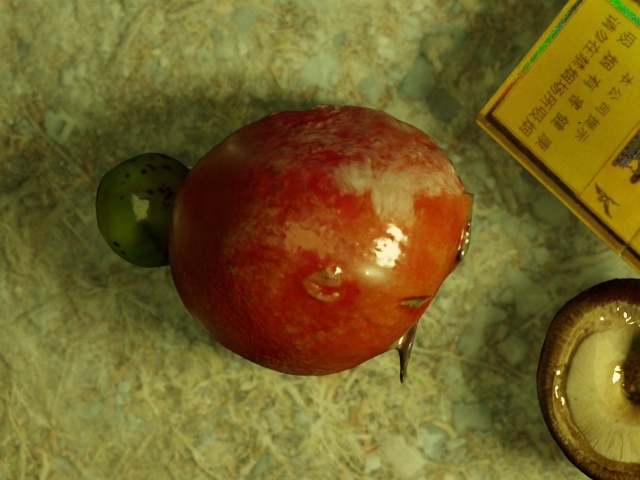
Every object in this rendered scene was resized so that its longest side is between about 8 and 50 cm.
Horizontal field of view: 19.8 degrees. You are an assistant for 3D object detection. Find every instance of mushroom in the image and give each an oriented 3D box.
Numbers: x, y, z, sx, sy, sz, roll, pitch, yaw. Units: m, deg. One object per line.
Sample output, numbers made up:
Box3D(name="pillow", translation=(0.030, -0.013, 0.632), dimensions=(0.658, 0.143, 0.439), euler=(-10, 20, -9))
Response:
Box3D(name="mushroom", translation=(0.324, 0.146, 1.790), dimensions=(0.231, 0.138, 0.194), euler=(42, 117, 19))

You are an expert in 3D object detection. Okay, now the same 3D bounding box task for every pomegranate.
Box3D(name="pomegranate", translation=(-0.175, -0.035, 1.908), dimensions=(0.130, 0.130, 0.130), euler=(1, 95, 15))

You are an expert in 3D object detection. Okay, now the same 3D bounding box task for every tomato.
Box3D(name="tomato", translation=(0.004, 0.002, 1.798), dimensions=(0.309, 0.170, 0.309), euler=(-1, 97, -10))

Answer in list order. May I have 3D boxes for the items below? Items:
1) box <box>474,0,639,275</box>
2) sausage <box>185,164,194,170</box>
Box3D(name="box", translation=(0.317, -0.091, 1.739), dimensions=(0.301, 0.084, 0.193), euler=(47, 109, 28))
Box3D(name="sausage", translation=(-0.105, -0.075, 1.937), dimensions=(0.100, 0.015, 0.015), euler=(-3, 93, 15))
